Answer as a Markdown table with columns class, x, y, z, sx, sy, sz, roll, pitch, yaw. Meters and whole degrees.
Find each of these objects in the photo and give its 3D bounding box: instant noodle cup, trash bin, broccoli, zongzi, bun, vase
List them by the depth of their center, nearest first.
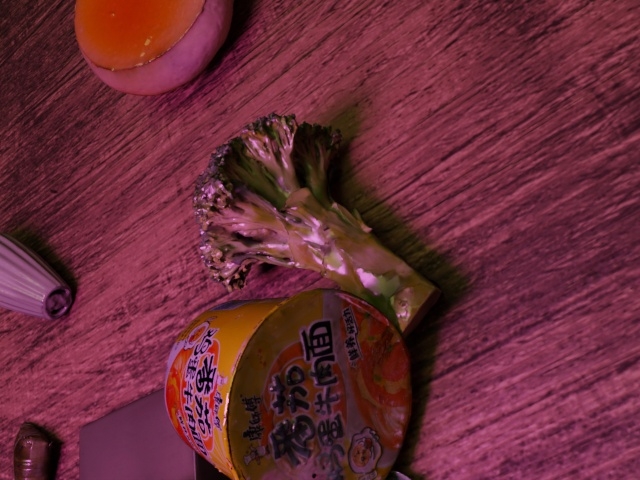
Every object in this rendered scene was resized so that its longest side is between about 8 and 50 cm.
| class | x | y | z | sx | sy | sz | roll | pitch | yaw |
| --- | --- | --- | --- | --- | --- | --- | --- | --- | --- |
| instant noodle cup | -0.053 | 0.180 | 0.926 | 0.200 | 0.264 | 0.264 | 1 | 72 | 52 |
| broccoli | -0.018 | 0.009 | 1.024 | 0.252 | 0.221 | 0.361 | -22 | 53 | -14 |
| trash bin | -0.217 | 0.298 | 1.088 | 0.240 | 0.122 | 0.164 | -24 | 59 | 29 |
| zongzi | -0.485 | 0.389 | 1.305 | 0.130 | 0.062 | 0.154 | 4 | 91 | 58 |
| bun | -0.274 | -0.389 | 1.367 | 0.299 | 0.165 | 0.298 | -5 | 76 | 20 |
| vase | -0.551 | 0.070 | 1.423 | 0.248 | 0.128 | 0.128 | 22 | 86 | 30 |

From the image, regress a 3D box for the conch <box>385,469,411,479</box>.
| class | x | y | z | sx | sy | sz | roll | pitch | yaw |
| --- | --- | --- | --- | --- | --- | --- | --- | --- | --- |
| conch | 0.074 | 0.310 | 0.910 | 0.085 | 0.056 | 0.076 | -9 | 46 | 12 |
